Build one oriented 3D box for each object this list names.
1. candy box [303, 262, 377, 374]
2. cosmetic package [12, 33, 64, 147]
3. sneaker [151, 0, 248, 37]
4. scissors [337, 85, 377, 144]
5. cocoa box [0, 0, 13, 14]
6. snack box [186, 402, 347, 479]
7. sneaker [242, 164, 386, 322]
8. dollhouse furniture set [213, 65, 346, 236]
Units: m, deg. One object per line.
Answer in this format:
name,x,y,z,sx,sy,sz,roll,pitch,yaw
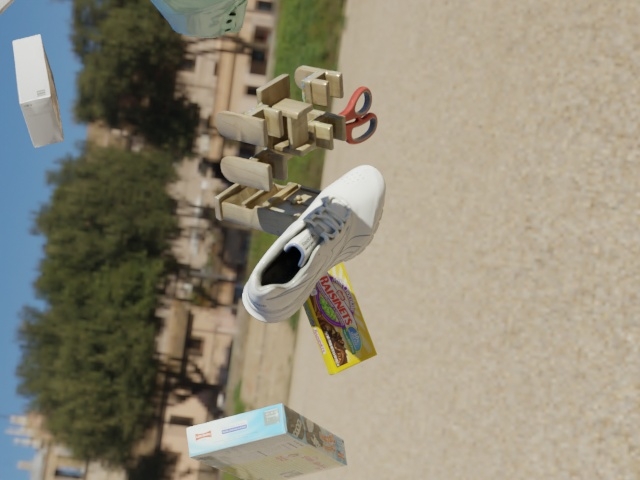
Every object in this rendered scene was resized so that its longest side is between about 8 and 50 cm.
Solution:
candy box,0.025,0.134,2.082,0.027,0.105,0.206,-22,89,54
cosmetic package,-0.520,-0.276,2.072,0.239,0.060,0.099,-114,10,-50
sneaker,-0.081,-0.321,1.355,0.151,0.256,0.094,67,-168,-67
scissors,0.022,-0.205,2.131,0.297,0.021,0.109,-35,-50,-46
cocoa box,-0.806,-0.560,2.286,0.231,0.347,0.228,-51,23,-21
snack box,-0.091,0.383,2.089,0.322,0.187,0.060,46,-148,-60
sneaker,0.000,0.000,1.709,0.297,0.111,0.129,-50,-9,-14
dollhouse furniture set,-0.083,-0.142,1.790,0.212,0.161,0.242,-38,-46,-44
